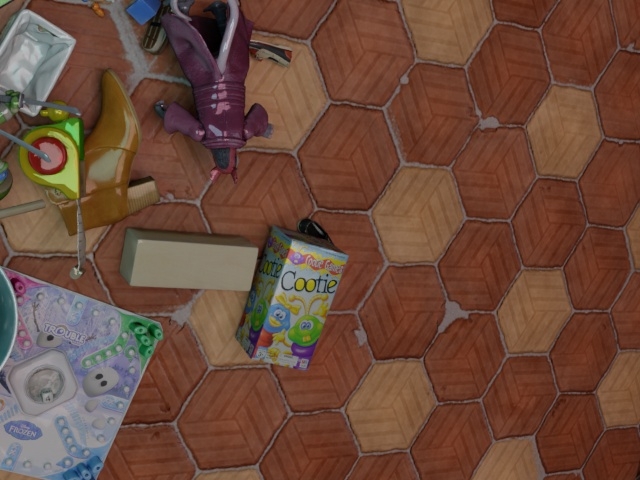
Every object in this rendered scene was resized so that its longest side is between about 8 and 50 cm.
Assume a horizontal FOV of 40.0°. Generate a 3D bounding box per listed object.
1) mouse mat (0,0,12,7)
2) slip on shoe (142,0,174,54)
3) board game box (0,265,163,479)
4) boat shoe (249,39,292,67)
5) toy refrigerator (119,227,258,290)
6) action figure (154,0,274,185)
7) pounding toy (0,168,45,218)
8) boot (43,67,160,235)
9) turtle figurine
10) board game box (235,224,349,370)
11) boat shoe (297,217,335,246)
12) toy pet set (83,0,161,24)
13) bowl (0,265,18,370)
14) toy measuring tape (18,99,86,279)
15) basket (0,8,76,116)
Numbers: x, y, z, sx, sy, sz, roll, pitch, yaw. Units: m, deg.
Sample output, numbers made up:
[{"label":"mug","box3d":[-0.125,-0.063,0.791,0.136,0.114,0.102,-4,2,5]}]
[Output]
[{"label":"mouse mat","box3d":[-0.591,-0.515,1.606,0.190,0.007,0.152,-37,117,-16]},{"label":"slip on shoe","box3d":[-0.313,-0.436,1.763,0.041,0.051,0.135,28,79,-64]},{"label":"board game box","box3d":[-0.558,0.293,1.781,0.390,0.050,0.389,25,88,-31]},{"label":"boat shoe","box3d":[-0.121,-0.402,1.879,0.137,0.049,0.043,5,101,-35]},{"label":"toy refrigerator","box3d":[-0.278,0.040,1.862,0.270,0.094,0.102,4,106,-30]},{"label":"action figure","box3d":[-0.185,-0.291,1.724,0.248,0.276,0.370,-8,91,-20]},{"label":"pounding toy","box3d":[-0.639,-0.068,1.575,0.183,0.237,0.110,-19,138,-51]},{"label":"boot","box3d":[-0.450,-0.169,1.712,0.211,0.104,0.295,-19,105,-18]},{"label":"turtle figurine","box3d":[-0.558,-0.235,1.446,0.266,0.275,0.197,54,39,-24]},{"label":"board game box","box3d":[-0.067,0.126,1.948,0.142,0.144,0.275,16,98,-24]},{"label":"boat shoe","box3d":[-0.001,0.001,2.040,0.049,0.042,0.133,-49,121,-14]},{"label":"toy pet set","box3d":[-0.376,-0.473,1.704,0.114,0.065,0.122,44,79,-30]},{"label":"bowl","box3d":[-0.697,0.139,1.566,0.312,0.163,0.311,1,87,-16]},{"label":"toy measuring tape","box3d":[-0.495,-0.093,1.624,0.121,0.121,0.330,-3,97,-29]},{"label":"basket","box3d":[-0.545,-0.327,1.618,0.113,0.103,0.167,30,86,-32]}]
